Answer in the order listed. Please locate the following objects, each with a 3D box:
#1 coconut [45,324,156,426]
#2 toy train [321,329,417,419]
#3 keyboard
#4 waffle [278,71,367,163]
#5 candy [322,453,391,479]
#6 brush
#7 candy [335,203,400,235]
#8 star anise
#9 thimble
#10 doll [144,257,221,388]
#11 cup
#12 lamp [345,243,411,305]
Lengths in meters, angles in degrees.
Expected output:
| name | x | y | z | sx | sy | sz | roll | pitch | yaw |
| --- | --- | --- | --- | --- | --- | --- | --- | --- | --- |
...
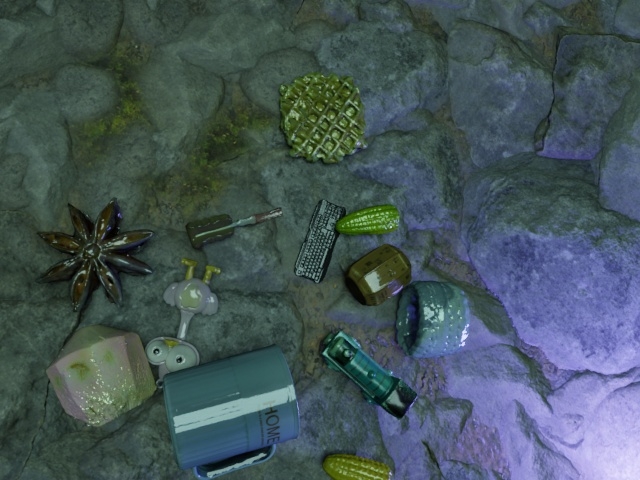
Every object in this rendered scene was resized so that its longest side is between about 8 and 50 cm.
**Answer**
| name | x | y | z | sx | sy | sz | roll | pitch | yaw |
| --- | --- | --- | --- | --- | --- | --- | --- | --- | --- |
| coconut | -0.568 | 0.338 | 1.279 | 0.233 | 0.233 | 0.245 | -24 | 91 | -15 |
| toy train | 0.133 | 0.387 | 1.444 | 0.298 | 0.194 | 0.120 | 42 | 77 | -3 |
| keyboard | 0.000 | 0.000 | 1.561 | 0.106 | 0.016 | 0.262 | 22 | 78 | -9 |
| waffle | 0.011 | -0.405 | 1.595 | 0.297 | 0.073 | 0.317 | -8 | 84 | -13 |
| candy | 0.100 | 0.680 | 1.446 | 0.198 | 0.094 | 0.106 | 21 | 114 | -2 |
| brush | -0.254 | -0.052 | 1.496 | 0.301 | 0.071 | 0.084 | -18 | 102 | -23 |
| candy | 0.147 | -0.060 | 1.567 | 0.209 | 0.097 | 0.097 | -10 | 84 | -11 |
| star anise | -0.620 | 0.042 | 1.367 | 0.331 | 0.117 | 0.332 | 1 | 78 | -4 |
| thimble | 0.341 | 0.245 | 1.504 | 0.171 | 0.205 | 0.250 | 4 | 105 | -13 |
| doll | -0.391 | 0.239 | 1.399 | 0.160 | 0.094 | 0.365 | 18 | 78 | -7 |
| cup | -0.248 | 0.457 | 1.329 | 0.311 | 0.331 | 0.257 | -9 | 55 | -20 |
| lamp | 0.179 | 0.107 | 1.518 | 0.185 | 0.161 | 0.161 | -31 | 90 | -17 |
